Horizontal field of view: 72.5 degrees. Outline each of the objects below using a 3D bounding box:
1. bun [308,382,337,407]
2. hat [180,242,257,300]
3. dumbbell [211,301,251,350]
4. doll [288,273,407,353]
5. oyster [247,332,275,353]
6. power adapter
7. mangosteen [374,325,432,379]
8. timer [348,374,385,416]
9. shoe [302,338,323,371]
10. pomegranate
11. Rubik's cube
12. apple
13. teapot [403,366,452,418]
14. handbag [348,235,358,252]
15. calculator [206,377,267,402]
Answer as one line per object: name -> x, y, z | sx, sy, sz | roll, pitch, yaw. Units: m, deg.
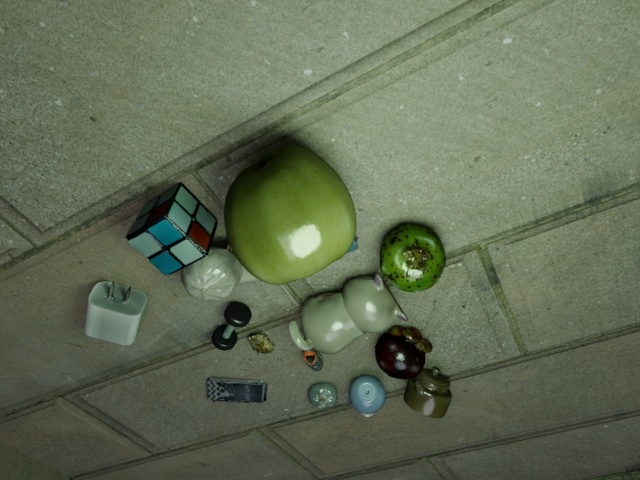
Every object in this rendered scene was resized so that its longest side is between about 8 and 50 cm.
bun -> 0.010, 0.701, 1.951 | 0.140, 0.083, 0.141 | 3, 128, 3
hat -> -0.314, 0.115, 1.430 | 0.274, 0.161, 0.232 | 7, 141, -46
dumbbell -> -0.337, 0.324, 1.645 | 0.100, 0.100, 0.191 | 22, 126, -16
doll -> 0.093, 0.258, 1.518 | 0.370, 0.226, 0.215 | -29, 92, 11
oyster -> -0.238, 0.417, 1.764 | 0.121, 0.045, 0.146 | 9, 130, -24
power adapter -> -0.737, 0.247, 1.579 | 0.186, 0.124, 0.255 | 19, 127, -15
mangosteen -> 0.307, 0.425, 1.659 | 0.209, 0.210, 0.210 | 1, 129, 1
timer -> 0.200, 0.693, 1.892 | 0.175, 0.175, 0.256 | -1, 130, 2
shoe -> -0.035, 0.486, 1.782 | 0.074, 0.077, 0.195 | -9, 128, 8
pomegranate -> 0.283, 0.054, 1.328 | 0.210, 0.263, 0.211 | 0, 87, 2
Rubik's cube -> -0.438, -0.031, 1.311 | 0.167, 0.180, 0.183 | -27, 121, 20
apple -> -0.088, -0.064, 1.177 | 0.356, 0.358, 0.358 | 1, 129, 1
teapot -> 0.466, 0.614, 1.824 | 0.267, 0.185, 0.176 | 9, 103, -44
handbag -> 0.000, 0.000, 1.407 | 0.220, 0.057, 0.144 | -19, 122, 16
calculator -> -0.380, 0.682, 1.983 | 0.273, 0.028, 0.166 | 5, 126, -5
